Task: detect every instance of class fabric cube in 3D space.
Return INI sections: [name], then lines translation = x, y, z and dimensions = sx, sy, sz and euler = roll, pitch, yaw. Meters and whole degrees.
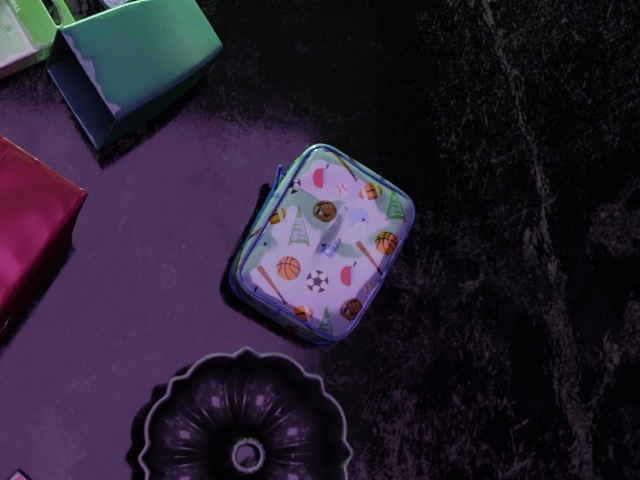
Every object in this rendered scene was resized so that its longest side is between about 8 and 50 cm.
[fabric cube]
translation = -0.523, -0.003, 1.676
dimensions = 0.259, 0.254, 0.258
euler = 34, 66, -5

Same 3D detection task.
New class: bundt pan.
[bundt pan]
translation = -0.124, 0.334, 1.793
dimensions = 0.331, 0.124, 0.331
euler = 2, 80, -14

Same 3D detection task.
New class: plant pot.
[plant pot]
translation = -0.288, -0.286, 1.850
dimensions = 0.234, 0.166, 0.165
euler = -31, 89, -25

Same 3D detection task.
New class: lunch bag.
[lunch bag]
translation = 0.000, 0.000, 1.891
dimensions = 0.243, 0.115, 0.303
euler = 31, 75, -4

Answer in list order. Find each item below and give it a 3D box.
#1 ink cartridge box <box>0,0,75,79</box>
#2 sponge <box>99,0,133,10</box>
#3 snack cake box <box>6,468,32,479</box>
[ink cartridge box]
translation = -0.505, -0.328, 1.848
dimensions = 0.209, 0.062, 0.109
euler = -29, 88, -17
[sponge]
translation = -0.308, -0.483, 1.941
dimensions = 0.210, 0.031, 0.117
euler = -41, 92, -17
[snack cake box]
translation = -0.409, 0.485, 1.713
dimensions = 0.264, 0.089, 0.152
euler = 45, 75, -3
